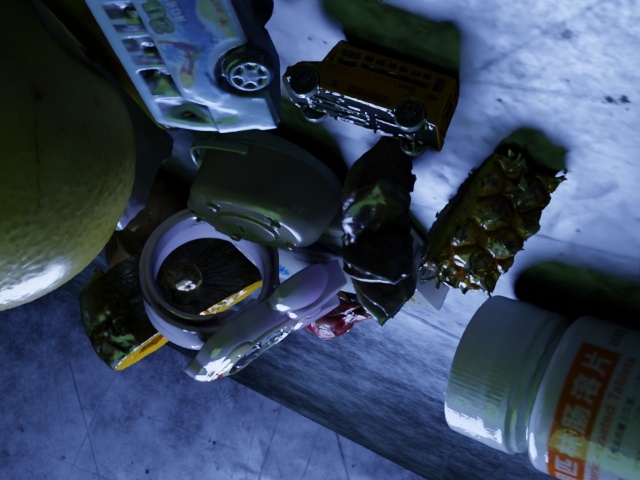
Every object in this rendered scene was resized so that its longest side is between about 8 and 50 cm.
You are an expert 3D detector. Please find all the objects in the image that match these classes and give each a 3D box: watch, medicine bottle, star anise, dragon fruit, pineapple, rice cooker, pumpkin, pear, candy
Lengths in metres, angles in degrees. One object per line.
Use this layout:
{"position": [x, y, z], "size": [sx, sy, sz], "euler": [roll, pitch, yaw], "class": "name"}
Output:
{"position": [-0.121, 0.049, 1.337], "size": [0.217, 0.248, 0.211], "euler": [53, 165, 11], "class": "watch"}
{"position": [0.360, 0.210, 1.210], "size": [0.371, 0.211, 0.211], "euler": [17, 159, 28], "class": "medicine bottle"}
{"position": [0.069, -0.002, 1.102], "size": [0.093, 0.229, 0.236], "euler": [-6, 135, 5], "class": "star anise"}
{"position": [0.033, 0.119, 1.635], "size": [0.094, 0.094, 0.190], "euler": [40, 154, -31], "class": "dragon fruit"}
{"position": [0.166, 0.000, 1.052], "size": [0.079, 0.135, 0.233], "euler": [29, 160, -3], "class": "pineapple"}
{"position": [-0.074, -0.064, 1.237], "size": [0.206, 0.127, 0.145], "euler": [10, 155, 24], "class": "rice cooker"}
{"position": [-0.226, 0.073, 1.556], "size": [0.139, 0.317, 0.222], "euler": [58, 153, 11], "class": "pumpkin"}
{"position": [-0.357, -0.093, 0.985], "size": [0.348, 0.348, 0.348], "euler": [25, 161, 9], "class": "pear"}
{"position": [-0.307, -0.137, 1.310], "size": [0.137, 0.185, 0.195], "euler": [11, 151, 30], "class": "candy"}

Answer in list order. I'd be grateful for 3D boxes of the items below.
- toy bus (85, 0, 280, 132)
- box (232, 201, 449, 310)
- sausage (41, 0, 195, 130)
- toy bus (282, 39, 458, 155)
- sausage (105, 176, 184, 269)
{"position": [-0.127, -0.221, 0.827], "size": [0.136, 0.109, 0.330], "euler": [-10, 145, 10], "class": "toy bus"}
{"position": [0.000, 0.000, 1.392], "size": [0.343, 0.065, 0.200], "euler": [10, 154, 43], "class": "box"}
{"position": [-0.176, -0.207, 1.003], "size": [0.117, 0.125, 0.317], "euler": [14, 158, 34], "class": "sausage"}
{"position": [0.047, -0.142, 0.939], "size": [0.162, 0.074, 0.069], "euler": [21, 167, 16], "class": "toy bus"}
{"position": [-0.317, 0.002, 1.760], "size": [0.136, 0.123, 0.501], "euler": [28, 163, -7], "class": "sausage"}
